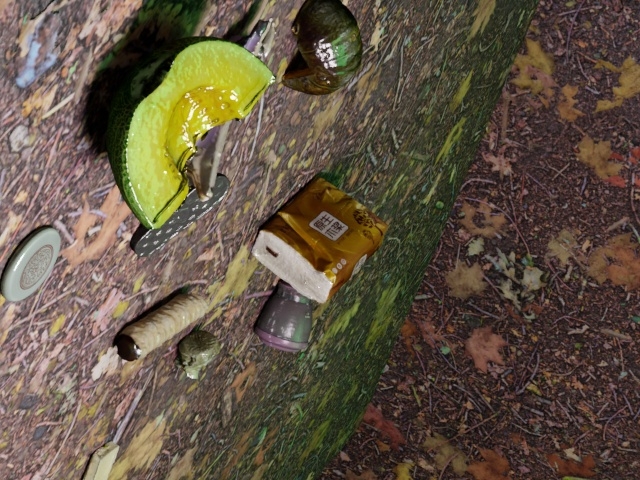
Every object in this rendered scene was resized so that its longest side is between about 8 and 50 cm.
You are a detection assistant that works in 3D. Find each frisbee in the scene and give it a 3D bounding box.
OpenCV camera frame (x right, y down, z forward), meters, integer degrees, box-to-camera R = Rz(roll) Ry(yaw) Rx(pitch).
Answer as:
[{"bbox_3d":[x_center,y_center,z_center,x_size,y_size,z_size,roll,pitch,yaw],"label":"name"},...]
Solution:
[{"bbox_3d":[-0.369,0.032,1.680,0.110,0.014,0.110,-54,165,-22],"label":"frisbee"}]

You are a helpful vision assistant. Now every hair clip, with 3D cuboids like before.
[{"bbox_3d":[-0.143,-0.193,1.887,0.292,0.085,0.106,-65,161,0],"label":"hair clip"}]

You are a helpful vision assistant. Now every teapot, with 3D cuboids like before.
[{"bbox_3d":[-0.060,0.154,2.774,0.148,0.116,0.146,0,109,-69],"label":"teapot"}]

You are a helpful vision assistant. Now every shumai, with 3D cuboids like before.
[{"bbox_3d":[-0.224,0.216,2.402,0.082,0.083,0.080,-12,121,-19],"label":"shumai"}]

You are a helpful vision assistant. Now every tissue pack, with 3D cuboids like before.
[{"bbox_3d":[0.000,0.000,2.524,0.226,0.183,0.092,-43,163,-47],"label":"tissue pack"}]

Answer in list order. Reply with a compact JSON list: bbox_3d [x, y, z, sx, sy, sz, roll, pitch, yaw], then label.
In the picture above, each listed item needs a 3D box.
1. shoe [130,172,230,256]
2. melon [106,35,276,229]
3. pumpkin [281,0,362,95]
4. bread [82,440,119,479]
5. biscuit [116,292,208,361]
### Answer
[{"bbox_3d":[-0.220,-0.051,1.968,0.179,0.049,0.071,-40,151,-4],"label":"shoe"},{"bbox_3d":[-0.202,-0.171,1.662,0.265,0.129,0.169,-53,142,-14],"label":"melon"},{"bbox_3d":[0.012,-0.306,2.126,0.119,0.108,0.183,-43,157,-33],"label":"pumpkin"},{"bbox_3d":[-0.402,0.429,2.326,0.068,0.028,0.153,-32,148,-61],"label":"bread"},{"bbox_3d":[-0.263,0.138,2.166,0.219,0.061,0.055,-32,142,-56],"label":"biscuit"}]
